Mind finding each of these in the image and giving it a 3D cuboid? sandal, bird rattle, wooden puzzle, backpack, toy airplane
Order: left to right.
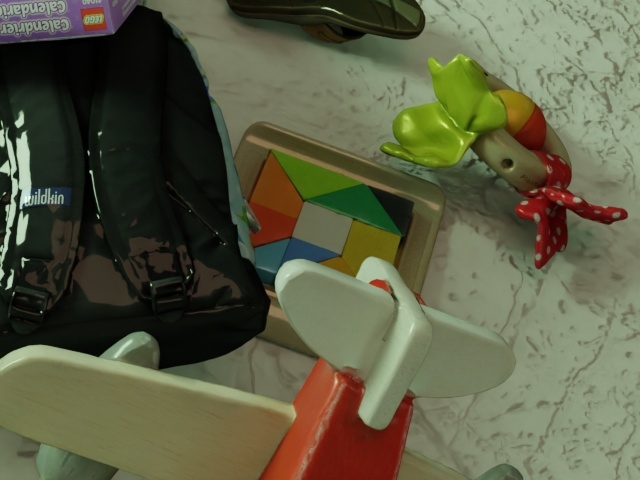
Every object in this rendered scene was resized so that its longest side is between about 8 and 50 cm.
[{"bbox_3d":[-0.208,-0.049,1.423,0.290,0.273,0.355,-9,70,-7],"label":"backpack"},{"bbox_3d":[-0.020,0.191,1.208,0.384,0.272,0.386,-27,98,-16],"label":"toy airplane"},{"bbox_3d":[0.000,0.000,1.556,0.221,0.044,0.239,20,52,-1],"label":"wooden puzzle"},{"bbox_3d":[0.006,-0.246,1.733,0.219,0.060,0.090,4,47,5],"label":"sandal"},{"bbox_3d":[0.202,-0.103,1.631,0.253,0.143,0.207,30,30,-9],"label":"bird rattle"}]

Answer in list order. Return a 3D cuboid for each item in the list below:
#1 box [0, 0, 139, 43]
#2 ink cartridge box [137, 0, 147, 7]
[{"bbox_3d":[-0.255,-0.247,1.450,0.201,0.057,0.293,-4,24,9],"label":"box"},{"bbox_3d":[-0.276,-0.331,1.646,0.219,0.160,0.092,11,51,-9],"label":"ink cartridge box"}]
